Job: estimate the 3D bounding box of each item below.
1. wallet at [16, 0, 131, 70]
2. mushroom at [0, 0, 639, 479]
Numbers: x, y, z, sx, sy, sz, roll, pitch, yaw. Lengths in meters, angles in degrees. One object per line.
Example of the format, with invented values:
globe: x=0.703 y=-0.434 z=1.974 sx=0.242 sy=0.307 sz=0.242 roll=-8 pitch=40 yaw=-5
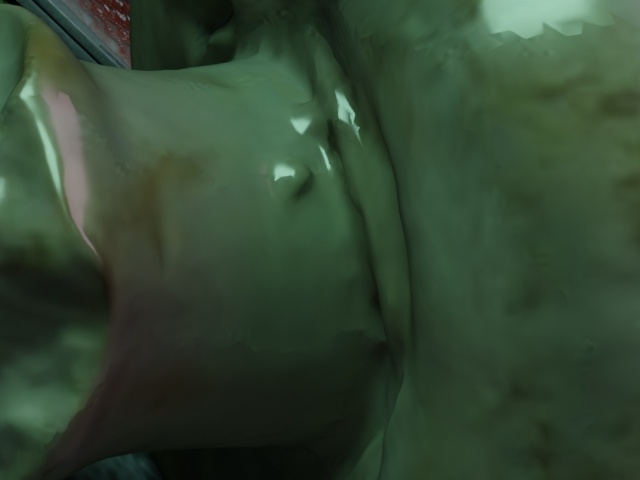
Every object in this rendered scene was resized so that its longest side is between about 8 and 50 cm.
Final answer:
wallet: x=-0.103 y=-0.102 z=0.898 sx=0.196 sy=0.020 sz=0.103 roll=44 pitch=17 yaw=-30
mushroom: x=0.000 y=0.000 z=0.555 sx=0.290 sy=0.297 sz=0.297 roll=-6 pitch=50 yaw=-27
